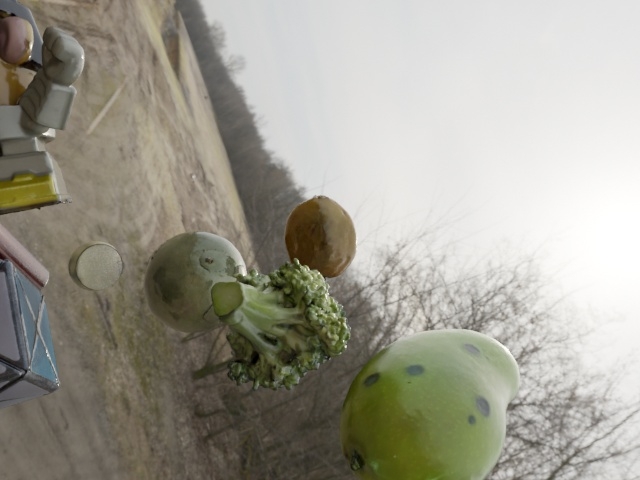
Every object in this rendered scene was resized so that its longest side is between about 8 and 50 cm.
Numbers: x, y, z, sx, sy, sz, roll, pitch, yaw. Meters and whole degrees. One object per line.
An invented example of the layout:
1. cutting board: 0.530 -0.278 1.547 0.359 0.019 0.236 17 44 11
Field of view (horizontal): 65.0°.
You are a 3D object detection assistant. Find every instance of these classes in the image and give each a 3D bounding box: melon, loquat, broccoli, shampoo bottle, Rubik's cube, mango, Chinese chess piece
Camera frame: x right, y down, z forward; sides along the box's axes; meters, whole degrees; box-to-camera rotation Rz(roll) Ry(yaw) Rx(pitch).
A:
1. melon: -0.334 0.107 1.344 0.330 0.269 0.268 -35 -106 58
2. loquat: 0.000 0.000 1.286 0.187 0.176 0.234 2 -83 53
3. broccoli: -0.088 0.142 0.850 0.263 0.246 0.243 31 -4 37
4. shampoo bottle: -0.768 0.015 1.212 0.102 0.064 0.260 59 -5 50
5. Rubik's cube: -0.710 0.214 1.025 0.260 0.255 0.259 120 -49 -67
6. mango: 0.138 0.187 0.591 0.175 0.293 0.142 29 -59 31
7. Chinese chess piece: -0.540 0.061 1.210 0.051 0.122 0.122 4 -59 41

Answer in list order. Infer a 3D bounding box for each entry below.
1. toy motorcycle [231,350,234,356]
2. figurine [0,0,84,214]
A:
1. toy motorcycle: -0.253 0.461 1.861 0.193 0.061 0.124 42 -14 -28
2. figurine: -0.388 -0.166 0.584 0.143 0.309 0.308 -36 107 -83
